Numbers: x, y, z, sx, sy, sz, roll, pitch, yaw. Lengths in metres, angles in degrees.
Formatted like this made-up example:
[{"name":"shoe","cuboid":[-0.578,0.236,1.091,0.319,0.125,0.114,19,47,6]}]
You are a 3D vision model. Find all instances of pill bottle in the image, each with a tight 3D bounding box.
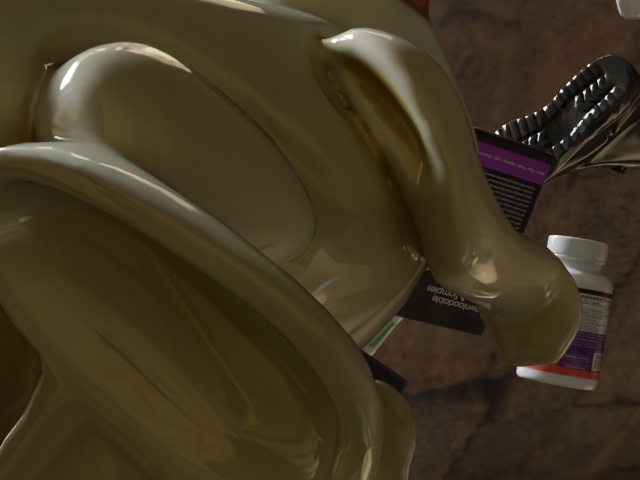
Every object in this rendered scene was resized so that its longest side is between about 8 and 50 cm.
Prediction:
[{"name":"pill bottle","cuboid":[0.327,0.094,1.628,0.108,0.108,0.193,-176,97,-67]}]

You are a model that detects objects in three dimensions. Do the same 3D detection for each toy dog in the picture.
[{"name":"toy dog","cuboid":[-0.070,-0.021,0.618,0.395,0.408,0.284,36,124,11]}]

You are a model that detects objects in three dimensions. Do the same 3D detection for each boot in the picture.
[{"name":"boot","cuboid":[0.247,-0.076,1.189,0.198,0.137,0.077,-35,52,23]}]

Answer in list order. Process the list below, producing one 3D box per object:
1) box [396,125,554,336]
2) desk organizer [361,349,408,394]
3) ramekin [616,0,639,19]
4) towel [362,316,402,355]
[{"name":"box","cuboid":[0.104,-0.011,0.976,0.029,0.116,0.162,38,110,63]},{"name":"desk organizer","cuboid":[0.013,0.120,1.167,0.047,0.130,0.050,-60,19,-18]},{"name":"ramekin","cuboid":[0.421,-0.413,1.550,0.277,0.135,0.277,-11,-90,-74]},{"name":"towel","cuboid":[0.000,0.000,1.247,0.325,0.248,0.038,-48,11,-5]}]
